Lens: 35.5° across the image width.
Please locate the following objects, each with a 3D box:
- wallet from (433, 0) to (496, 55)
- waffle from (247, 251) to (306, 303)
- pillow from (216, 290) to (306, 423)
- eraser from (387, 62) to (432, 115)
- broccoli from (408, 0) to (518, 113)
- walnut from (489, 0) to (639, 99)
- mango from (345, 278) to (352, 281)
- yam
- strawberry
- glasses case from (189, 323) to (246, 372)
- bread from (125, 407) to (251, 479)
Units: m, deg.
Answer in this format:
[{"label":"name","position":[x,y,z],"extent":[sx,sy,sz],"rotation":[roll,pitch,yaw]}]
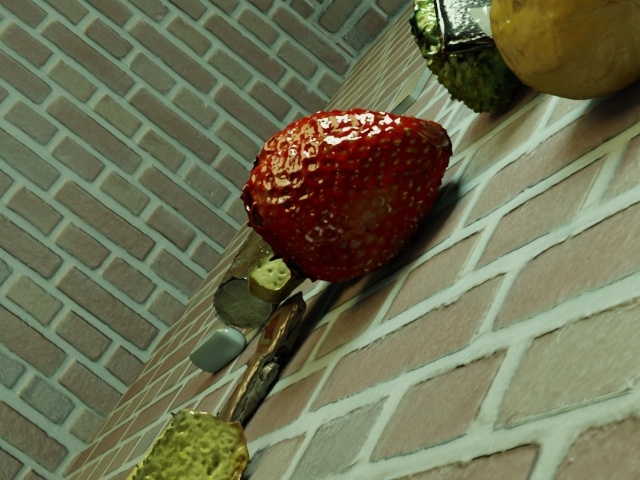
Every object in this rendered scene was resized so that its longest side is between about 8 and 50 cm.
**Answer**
[{"label":"wallet","position":[0.258,-0.362,1.367],"extent":[0.071,0.220,0.262],"rotation":[74,-170,-50]},{"label":"waffle","position":[0.000,0.000,1.612],"extent":[0.274,0.057,0.168],"rotation":[-40,-8,-12]},{"label":"pillow","position":[-0.091,0.197,1.580],"extent":[0.248,0.049,0.135],"rotation":[-59,10,-18]},{"label":"eraser","position":[0.208,-0.343,2.270],"extent":[0.104,0.023,0.150],"rotation":[-41,14,51]},{"label":"broccoli","position":[0.275,-0.291,1.462],"extent":[0.180,0.273,0.242],"rotation":[66,-143,-48]},{"label":"walnut","position":[0.276,-0.242,1.035],"extent":[0.193,0.193,0.225],"rotation":[-53,12,-3]},{"label":"mango","position":[0.042,0.027,1.544],"extent":[0.079,0.057,0.114],"rotation":[-60,6,-2]},{"label":"yam","position":[-0.117,0.059,2.019],"extent":[0.131,0.131,0.280],"rotation":[-46,10,33]},{"label":"strawberry","position":[0.048,-0.082,1.385],"extent":[0.288,0.238,0.250],"rotation":[-26,37,40]},{"label":"glasses case","position":[-0.208,0.219,2.010],"extent":[0.178,0.067,0.045],"rotation":[-42,16,49]},{"label":"bread","position":[-0.202,0.342,1.316],"extent":[0.260,0.129,0.134],"rotation":[-54,2,-21]}]
